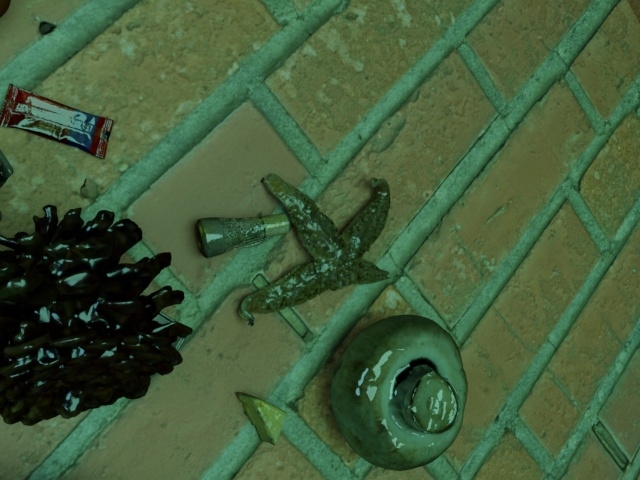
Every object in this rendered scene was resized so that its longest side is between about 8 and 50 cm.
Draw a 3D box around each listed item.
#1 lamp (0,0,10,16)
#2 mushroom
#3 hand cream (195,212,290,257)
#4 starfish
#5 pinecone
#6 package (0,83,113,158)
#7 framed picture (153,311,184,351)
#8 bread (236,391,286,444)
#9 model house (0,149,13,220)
[{"bbox_3d":[-0.626,-0.454,1.143,0.223,0.197,0.223,1,89,-31],"label":"lamp"},{"bbox_3d":[0.187,0.342,1.566,0.353,0.260,0.351,1,87,-25],"label":"mushroom"},{"bbox_3d":[-0.159,-0.021,1.455,0.203,0.084,0.083,-11,94,-21],"label":"hand cream"},{"bbox_3d":[0.000,0.000,1.574,0.433,0.082,0.323,-7,96,-28],"label":"starfish"},{"bbox_3d":[-0.417,0.115,1.156,0.398,0.398,0.397,1,88,-31],"label":"pinecone"},{"bbox_3d":[-0.500,-0.225,1.312,0.201,0.022,0.083,18,80,-30],"label":"package"},{"bbox_3d":[-0.351,0.192,1.395,0.149,0.011,0.109,38,70,-24],"label":"framed picture"},{"bbox_3d":[-0.136,0.381,1.473,0.109,0.084,0.080,32,71,-26],"label":"bread"},{"bbox_3d":[-0.597,-0.076,1.141,0.122,0.229,0.188,20,43,-32],"label":"model house"}]
